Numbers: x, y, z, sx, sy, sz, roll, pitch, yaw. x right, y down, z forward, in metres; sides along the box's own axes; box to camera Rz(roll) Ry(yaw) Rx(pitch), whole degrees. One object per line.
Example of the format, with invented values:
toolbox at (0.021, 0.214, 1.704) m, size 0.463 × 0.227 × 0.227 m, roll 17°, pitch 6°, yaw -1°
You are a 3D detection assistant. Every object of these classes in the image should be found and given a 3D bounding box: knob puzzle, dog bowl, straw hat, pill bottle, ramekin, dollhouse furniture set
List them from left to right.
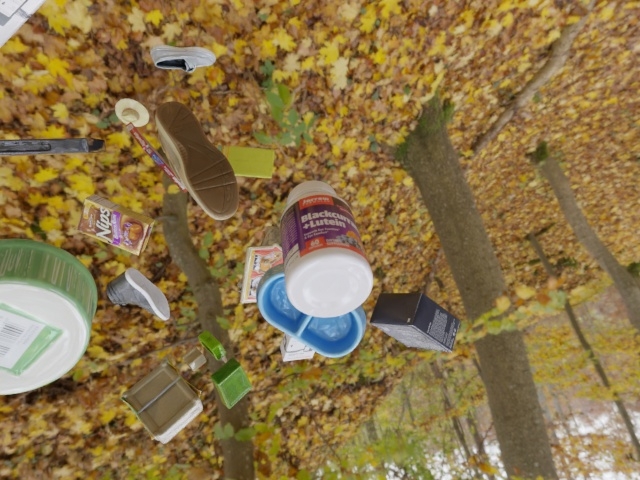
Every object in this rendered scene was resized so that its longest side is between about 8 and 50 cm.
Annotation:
ramekin at (-0.621, 0.162, 0.863) m, size 0.304 × 0.148 × 0.303 m, roll -13°, pitch 120°, yaw -23°
straw hat at (-0.845, -0.552, 1.889) m, size 0.145 × 0.061 × 0.144 m, roll -1°, pitch 134°, yaw -1°
dollhouse furniture set at (-0.392, 0.450, 1.269) m, size 0.302 × 0.198 × 0.151 m, roll -39°, pitch 143°, yaw -28°
knob puzzle at (-0.147, 0.103, 1.294) m, size 0.030 × 0.213 × 0.213 m, roll 17°, pitch -167°, yaw 43°
dog bowl at (-0.023, 0.175, 1.042) m, size 0.165 × 0.297 × 0.074 m, roll -58°, pitch -178°, yaw 2°
pill bottle at (0.000, 0.000, 0.582) m, size 0.108 × 0.193 × 0.108 m, roll -5°, pitch 128°, yaw -6°

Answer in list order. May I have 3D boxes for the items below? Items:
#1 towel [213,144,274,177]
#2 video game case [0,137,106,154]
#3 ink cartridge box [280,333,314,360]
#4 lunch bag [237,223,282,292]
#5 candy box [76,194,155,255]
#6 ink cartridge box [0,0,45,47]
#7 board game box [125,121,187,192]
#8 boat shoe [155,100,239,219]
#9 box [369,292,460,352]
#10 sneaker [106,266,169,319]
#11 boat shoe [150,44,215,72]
towel at (-0.271, -0.256, 1.386) m, size 0.238 × 0.102 × 0.021 m, roll 5°, pitch 168°, yaw 2°
video game case at (-0.617, -0.200, 0.916) m, size 0.249 × 0.035 × 0.275 m, roll -6°, pitch -166°, yaw -19°
ink cartridge box at (-0.067, 0.338, 1.429) m, size 0.109 × 0.063 × 0.150 m, roll -1°, pitch 136°, yaw -19°
lunch bag at (-0.152, 0.103, 1.644) m, size 0.256 × 0.305 × 0.212 m, roll 21°, pitch 163°, yaw 17°
candy box at (-0.594, -0.044, 1.237) m, size 0.053 × 0.187 × 0.109 m, roll -84°, pitch -161°, yaw -69°
ink cartridge box at (-0.776, -0.586, 1.021) m, size 0.273 × 0.198 × 0.115 m, roll -45°, pitch 141°, yaw 1°
board game box at (-0.587, -0.293, 1.545) m, size 0.027 × 0.145 × 0.281 m, roll -38°, pitch 152°, yaw -7°
boat shoe at (-0.315, -0.190, 1.087) m, size 0.122 × 0.340 × 0.110 m, roll -21°, pitch 166°, yaw -32°
box at (0.242, 0.209, 1.095) m, size 0.158 × 0.093 × 0.156 m, roll 35°, pitch 156°, yaw -26°
sneaker at (-0.754, 0.240, 1.754) m, size 0.147 × 0.104 × 0.295 m, roll -22°, pitch 128°, yaw 9°
boat shoe at (-0.487, -0.642, 1.527) m, size 0.228 × 0.081 × 0.079 m, roll -8°, pitch 166°, yaw -29°
